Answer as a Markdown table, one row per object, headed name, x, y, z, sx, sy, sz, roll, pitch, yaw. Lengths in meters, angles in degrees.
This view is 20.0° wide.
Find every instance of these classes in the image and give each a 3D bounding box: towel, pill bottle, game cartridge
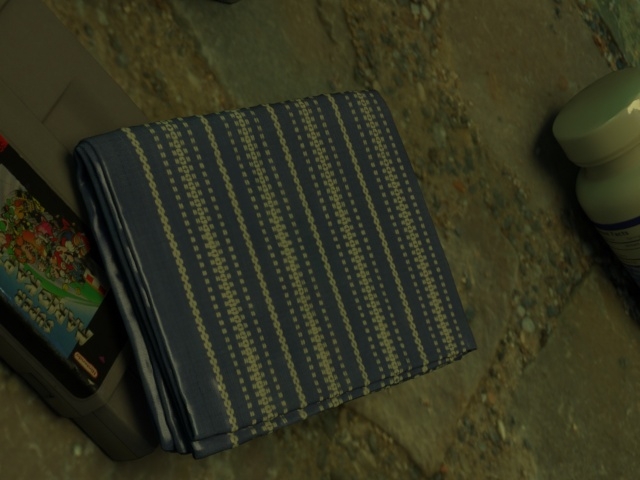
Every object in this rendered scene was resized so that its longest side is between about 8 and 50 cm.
| name | x | y | z | sx | sy | sz | roll | pitch | yaw |
| --- | --- | --- | --- | --- | --- | --- | --- | --- | --- |
| towel | -0.029 | 0.015 | 1.380 | 0.336 | 0.040 | 0.243 | -14 | 83 | -47 |
| pill bottle | 0.353 | -0.038 | 1.828 | 0.272 | 0.152 | 0.152 | 52 | 43 | -20 |
| game cartridge | -0.199 | -0.036 | 1.291 | 0.355 | 0.068 | 0.230 | 49 | 40 | -23 |

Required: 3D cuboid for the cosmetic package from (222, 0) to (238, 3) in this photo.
| name | x | y | z | sx | sy | sz | roll | pitch | yaw |
| --- | --- | --- | --- | --- | --- | --- | --- | --- | --- |
| cosmetic package | -0.079 | -0.296 | 1.401 | 0.224 | 0.225 | 0.138 | 5 | 70 | -46 |
